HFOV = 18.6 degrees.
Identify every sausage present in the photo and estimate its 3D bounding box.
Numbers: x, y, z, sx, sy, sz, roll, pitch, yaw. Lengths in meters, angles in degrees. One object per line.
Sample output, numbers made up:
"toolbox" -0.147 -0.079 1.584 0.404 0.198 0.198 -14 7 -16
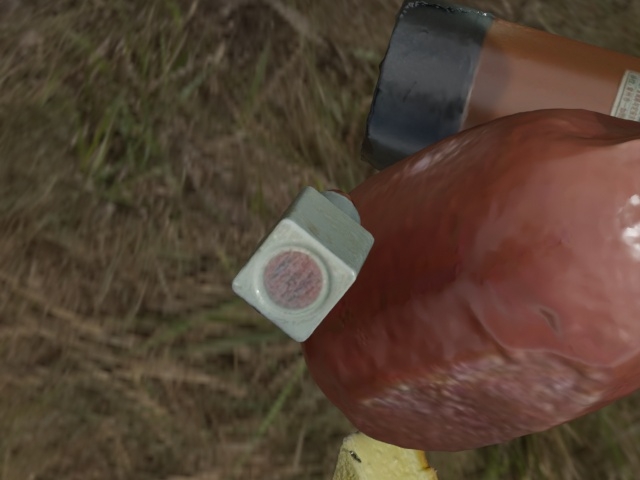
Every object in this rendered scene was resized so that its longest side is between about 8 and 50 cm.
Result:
"sausage" 0.081 0.017 0.888 0.148 0.254 0.148 9 71 -29

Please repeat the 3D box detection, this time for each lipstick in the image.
"lipstick" -0.001 -0.001 0.653 0.030 0.129 0.030 38 104 -2

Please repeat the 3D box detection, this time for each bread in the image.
"bread" 0.062 0.195 1.439 0.084 0.109 0.080 -5 120 -41

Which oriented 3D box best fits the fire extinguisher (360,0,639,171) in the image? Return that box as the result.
"fire extinguisher" 0.211 -0.025 1.244 0.376 0.113 0.200 15 116 5
